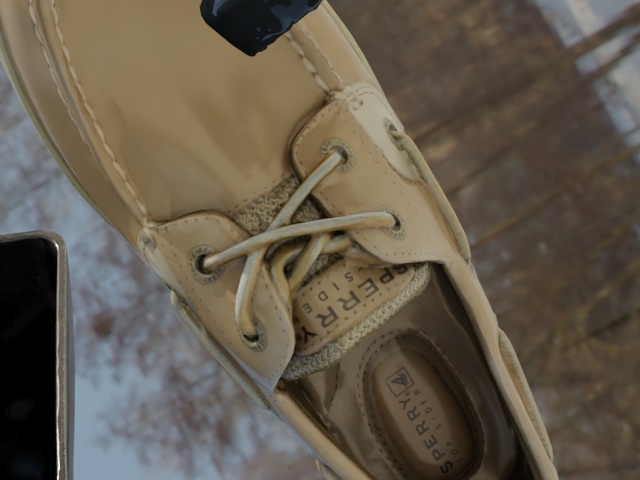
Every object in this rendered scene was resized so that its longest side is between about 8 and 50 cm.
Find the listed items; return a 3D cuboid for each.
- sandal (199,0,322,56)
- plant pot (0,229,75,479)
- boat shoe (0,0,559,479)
[{"bbox_3d":[0.138,-0.196,0.487,0.107,0.446,0.167,42,-164,-13],"label":"sandal"},{"bbox_3d":[-0.189,0.129,0.766,0.188,0.187,0.167,-99,1,-47],"label":"plant pot"},{"bbox_3d":[0.000,0.000,0.666,0.341,0.121,0.110,52,178,-27],"label":"boat shoe"}]
